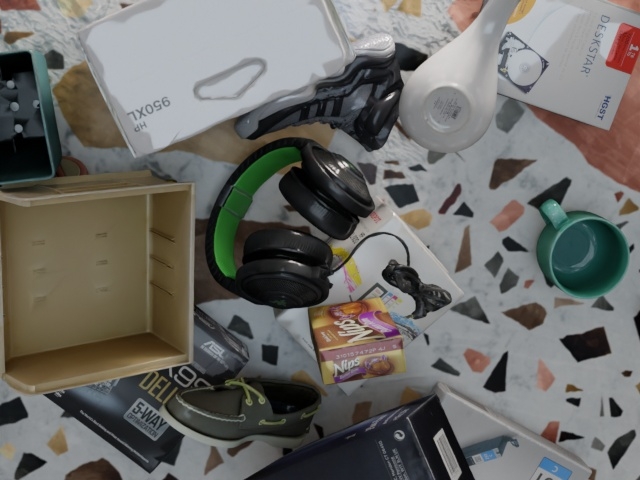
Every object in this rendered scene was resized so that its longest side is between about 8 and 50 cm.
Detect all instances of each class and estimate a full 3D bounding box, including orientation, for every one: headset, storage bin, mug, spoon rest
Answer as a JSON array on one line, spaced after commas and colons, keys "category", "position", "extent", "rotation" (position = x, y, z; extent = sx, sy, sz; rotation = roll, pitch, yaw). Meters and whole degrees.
[{"category": "headset", "position": [0.000, 0.000, 1.380], "extent": [0.185, 0.394, 0.243], "rotation": [31, 85, -40]}, {"category": "storage bin", "position": [-0.313, 0.048, 1.347], "extent": [0.260, 0.123, 0.262], "rotation": [-8, 109, -36]}, {"category": "mug", "position": [0.406, 0.005, 1.564], "extent": [0.130, 0.097, 0.157], "rotation": [-6, 102, -4]}, {"category": "spoon rest", "position": [0.215, -0.250, 1.420], "extent": [0.137, 0.084, 0.276], "rotation": [29, 114, -2]}]

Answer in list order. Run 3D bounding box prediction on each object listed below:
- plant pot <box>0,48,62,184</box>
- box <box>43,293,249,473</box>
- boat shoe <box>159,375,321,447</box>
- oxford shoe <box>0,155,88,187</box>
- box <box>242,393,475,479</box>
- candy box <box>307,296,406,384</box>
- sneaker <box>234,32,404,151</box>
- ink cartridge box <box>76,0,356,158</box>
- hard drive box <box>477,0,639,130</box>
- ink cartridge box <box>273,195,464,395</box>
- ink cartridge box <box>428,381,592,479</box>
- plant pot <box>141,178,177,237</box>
[{"category": "plant pot", "position": [-0.441, -0.174, 1.365], "extent": [0.166, 0.234, 0.165], "rotation": [-8, 103, -3]}, {"category": "box", "position": [-0.302, 0.172, 1.537], "extent": [0.307, 0.076, 0.242], "rotation": [41, 95, -12]}, {"category": "boat shoe", "position": [-0.113, 0.249, 1.495], "extent": [0.305, 0.109, 0.091], "rotation": [17, 110, -51]}, {"category": "oxford shoe", "position": [-0.508, 0.011, 1.475], "extent": [0.397, 0.140, 0.146], "rotation": [-29, 135, -4]}, {"category": "box", "position": [0.054, 0.370, 1.464], "extent": [0.294, 0.296, 0.182], "rotation": [-26, 82, 11]}, {"category": "candy box", "position": [0.045, 0.132, 1.331], "extent": [0.109, 0.186, 0.053], "rotation": [-9, 102, -3]}, {"category": "sneaker", "position": [0.015, -0.185, 1.479], "extent": [0.269, 0.101, 0.153], "rotation": [-29, 106, 3]}, {"category": "ink cartridge box", "position": [-0.134, -0.258, 1.296], "extent": [0.286, 0.395, 0.166], "rotation": [-25, 104, -1]}, {"category": "hard drive box", "position": [0.348, -0.289, 1.498], "extent": [0.232, 0.089, 0.181], "rotation": [16, 101, -9]}, {"category": "ink cartridge box", "position": [0.065, 0.077, 1.506], "extent": [0.233, 0.171, 0.168], "rotation": [-41, 103, 4]}, {"category": "ink cartridge box", "position": [0.258, 0.416, 1.657], "extent": [0.296, 0.066, 0.261], "rotation": [29, 97, -11]}, {"category": "plant pot", "position": [-0.241, -0.050, 1.495], "extent": [0.082, 0.081, 0.083], "rotation": [1, 97, -6]}]
